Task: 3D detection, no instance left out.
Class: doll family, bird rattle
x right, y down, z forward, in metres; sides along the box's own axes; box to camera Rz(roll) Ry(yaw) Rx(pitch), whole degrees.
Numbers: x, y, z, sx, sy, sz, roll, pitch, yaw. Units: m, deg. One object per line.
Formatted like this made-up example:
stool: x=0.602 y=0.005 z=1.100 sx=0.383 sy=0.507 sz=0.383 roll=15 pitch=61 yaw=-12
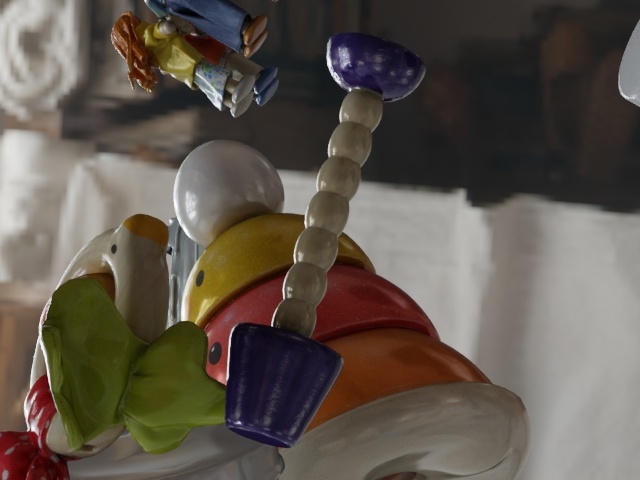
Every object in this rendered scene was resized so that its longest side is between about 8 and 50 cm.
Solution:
doll family: x=-0.130 y=-0.214 z=1.841 sx=0.163 sy=0.263 sz=0.118 roll=31 pitch=-124 yaw=13
bird rattle: x=-0.156 y=0.096 z=1.352 sx=0.143 sy=0.207 sz=0.253 roll=16 pitch=147 yaw=-18

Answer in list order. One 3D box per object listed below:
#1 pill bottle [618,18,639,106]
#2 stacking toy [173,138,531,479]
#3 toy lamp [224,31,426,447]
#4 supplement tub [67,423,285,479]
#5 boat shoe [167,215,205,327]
pill bottle: x=0.310 y=-0.085 z=1.249 sx=0.221 sy=0.124 sz=0.124 roll=26 pitch=-178 yaw=-14
stacking toy: x=-0.033 y=0.097 z=1.958 sx=0.350 sy=0.350 sz=0.480 roll=-1 pitch=-130 yaw=-37
toy lamp: x=0.000 y=0.000 z=1.267 sx=0.080 sy=0.275 sz=0.080 roll=16 pitch=168 yaw=4
supplement tub: x=-0.109 y=0.324 z=1.556 sx=0.235 sy=0.325 sz=0.235 roll=-9 pitch=-171 yaw=1
boat shoe: x=-0.140 y=0.002 z=2.126 sx=0.081 sy=0.227 sz=0.079 roll=-12 pitch=154 yaw=22
